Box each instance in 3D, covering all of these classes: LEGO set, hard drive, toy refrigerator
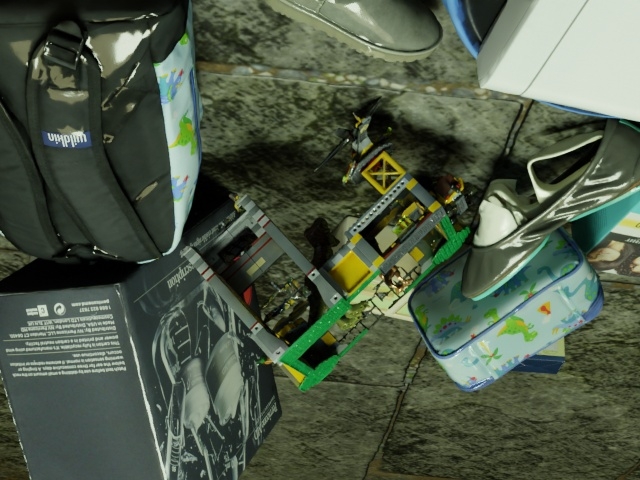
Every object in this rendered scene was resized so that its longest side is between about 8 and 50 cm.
[{"bbox_3d":[0.000,0.000,1.284,0.331,0.192,0.255,-46,161,8],"label":"LEGO set"},{"bbox_3d":[0.324,-0.163,0.826,0.352,0.047,0.233,9,145,-14],"label":"hard drive"},{"bbox_3d":[0.139,0.057,1.504,0.269,0.094,0.102,14,152,-17],"label":"toy refrigerator"}]

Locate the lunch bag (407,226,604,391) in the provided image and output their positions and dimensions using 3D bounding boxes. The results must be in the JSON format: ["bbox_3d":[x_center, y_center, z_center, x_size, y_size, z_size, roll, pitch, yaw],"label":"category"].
[{"bbox_3d":[0.221,0.067,1.363,0.219,0.176,0.090,-36,121,6],"label":"lunch bag"}]

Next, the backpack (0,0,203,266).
[{"bbox_3d":[-0.234,-0.121,1.078,0.290,0.273,0.356,-2,131,7],"label":"backpack"}]

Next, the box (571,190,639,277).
[{"bbox_3d":[0.391,-0.037,1.319,0.100,0.060,0.244,9,152,-10],"label":"box"}]

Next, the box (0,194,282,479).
[{"bbox_3d":[-0.203,0.145,1.332,0.178,0.313,0.343,-5,-164,19],"label":"box"}]

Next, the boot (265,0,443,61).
[{"bbox_3d":[0.057,-0.251,0.951,0.189,0.076,0.208,13,145,-18],"label":"boot"}]

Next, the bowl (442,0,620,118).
[{"bbox_3d":[0.274,-0.232,0.835,0.390,0.077,0.391,0,146,0],"label":"bowl"}]

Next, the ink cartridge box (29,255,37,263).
[{"bbox_3d":[-0.318,0.034,1.562,0.104,0.062,0.181,24,147,-35],"label":"ink cartridge box"}]

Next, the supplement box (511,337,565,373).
[{"bbox_3d":[0.315,0.147,1.666,0.083,0.083,0.056,4,153,0],"label":"supplement box"}]

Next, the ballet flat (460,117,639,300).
[{"bbox_3d":[0.245,-0.044,1.255,0.280,0.095,0.096,-39,102,24],"label":"ballet flat"}]
